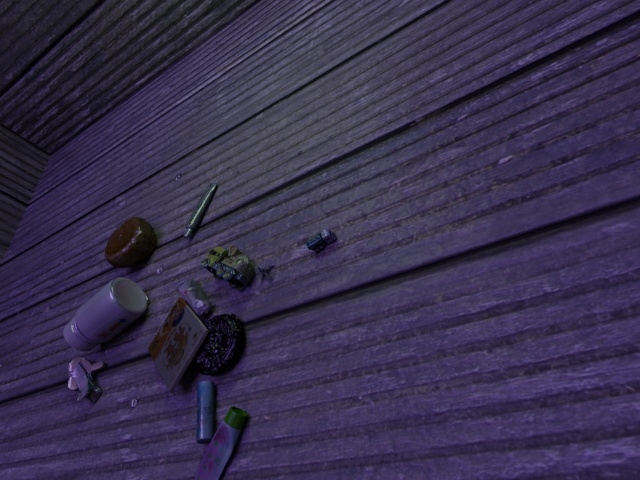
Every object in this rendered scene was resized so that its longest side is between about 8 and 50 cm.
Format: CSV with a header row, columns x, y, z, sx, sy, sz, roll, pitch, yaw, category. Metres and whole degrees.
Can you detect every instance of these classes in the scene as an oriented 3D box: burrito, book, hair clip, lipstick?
x,y,z,sx,sy,sz,roll,pitch,yaw,category
-0.419,0.187,1.511,0.064,0.064,0.203,-53,42,-3,burrito
-0.457,0.319,1.437,0.295,0.020,0.208,23,81,55,book
-0.859,0.497,1.654,0.218,0.071,0.159,33,79,40,hair clip
-0.315,0.470,1.241,0.048,0.048,0.158,-29,48,21,lipstick

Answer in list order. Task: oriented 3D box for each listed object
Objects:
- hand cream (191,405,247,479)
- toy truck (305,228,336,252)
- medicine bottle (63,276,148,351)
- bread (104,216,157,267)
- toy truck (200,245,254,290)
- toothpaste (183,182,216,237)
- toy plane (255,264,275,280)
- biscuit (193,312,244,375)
x,y,z,sx,sy,sz,roll,pitch,yaw,category
-0.270,0.562,1.151,0.275,0.050,0.079,-64,19,-6,hand cream
0.000,0.000,1.303,0.083,0.044,0.039,-33,49,18,toy truck
-0.799,0.280,1.678,0.293,0.170,0.170,-38,45,13,medicine bottle
-0.780,0.013,1.879,0.230,0.123,0.230,-22,45,24,bread
-0.289,0.078,1.459,0.191,0.085,0.116,20,66,42,toy truck
-0.475,-0.121,1.780,0.067,0.037,0.256,-7,55,43,toothpaste
-0.176,0.097,1.395,0.078,0.024,0.084,-40,41,-16,toy plane
-0.303,0.306,1.338,0.194,0.053,0.195,-20,51,27,biscuit
